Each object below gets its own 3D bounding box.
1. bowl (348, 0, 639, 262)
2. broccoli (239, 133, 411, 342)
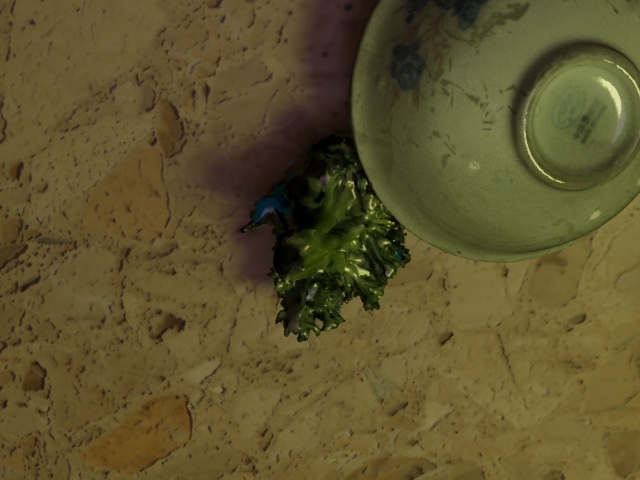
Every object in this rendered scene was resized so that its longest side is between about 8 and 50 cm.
[{"bbox_3d":[0.190,-0.113,1.439,0.313,0.146,0.313,-4,106,-14],"label":"bowl"},{"bbox_3d":[0.000,0.000,1.516,0.167,0.160,0.154,-41,78,22],"label":"broccoli"}]
